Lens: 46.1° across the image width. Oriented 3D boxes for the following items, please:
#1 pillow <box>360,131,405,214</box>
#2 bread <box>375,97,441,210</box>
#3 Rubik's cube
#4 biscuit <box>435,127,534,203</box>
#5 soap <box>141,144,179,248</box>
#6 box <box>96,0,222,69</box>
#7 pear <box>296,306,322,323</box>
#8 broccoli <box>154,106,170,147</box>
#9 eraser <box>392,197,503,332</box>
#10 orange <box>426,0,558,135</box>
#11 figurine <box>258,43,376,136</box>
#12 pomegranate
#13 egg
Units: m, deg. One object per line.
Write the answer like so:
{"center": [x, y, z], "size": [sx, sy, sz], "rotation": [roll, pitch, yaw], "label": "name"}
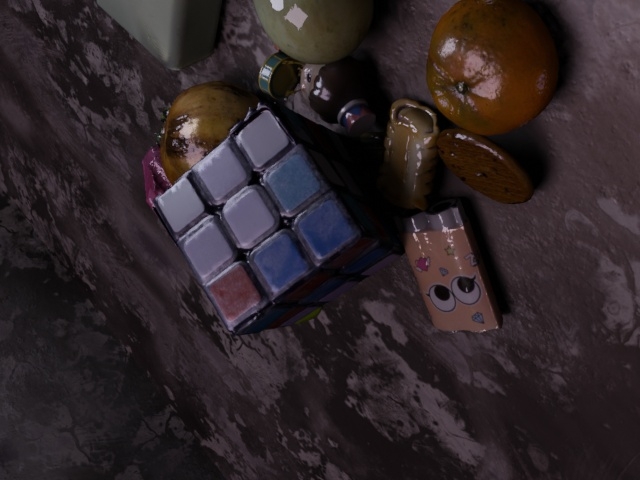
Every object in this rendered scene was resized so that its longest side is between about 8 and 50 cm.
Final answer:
{"center": [0.151, -0.146, 1.662], "size": [0.113, 0.038, 0.203], "rotation": [3, 120, 45], "label": "pillow"}
{"center": [0.188, -0.170, 1.545], "size": [0.134, 0.081, 0.225], "rotation": [36, 128, 38], "label": "bread"}
{"center": [-0.072, -0.036, 1.608], "size": [0.362, 0.359, 0.363], "rotation": [-37, 77, 13], "label": "Rubik's cube"}
{"center": [0.308, -0.140, 1.413], "size": [0.212, 0.036, 0.212], "rotation": [36, 169, 8], "label": "biscuit"}
{"center": [-0.375, -0.134, 2.155], "size": [0.325, 0.220, 0.127], "rotation": [54, 154, 2], "label": "soap"}
{"center": [-0.385, -0.645, 1.790], "size": [0.352, 0.177, 0.344], "rotation": [43, 146, 17], "label": "box"}
{"center": [-0.113, 0.100, 2.108], "size": [0.288, 0.139, 0.239], "rotation": [48, 136, 9], "label": "pear"}
{"center": [-0.379, -0.314, 2.049], "size": [0.167, 0.160, 0.154], "rotation": [5, 85, 27], "label": "broccoli"}
{"center": [0.280, 0.057, 1.627], "size": [0.171, 0.087, 0.290], "rotation": [-8, 112, 42], "label": "eraser"}
{"center": [0.282, -0.293, 1.273], "size": [0.240, 0.171, 0.240], "rotation": [30, 136, 33], "label": "orange"}
{"center": [0.006, -0.325, 1.587], "size": [0.275, 0.158, 0.161], "rotation": [30, 147, 33], "label": "figurine"}
{"center": [-0.255, -0.241, 1.864], "size": [0.322, 0.322, 0.322], "rotation": [30, 138, 32], "label": "pomegranate"}
{"center": [-0.026, -0.475, 1.455], "size": [0.295, 0.218, 0.218], "rotation": [52, 146, 22], "label": "egg"}
